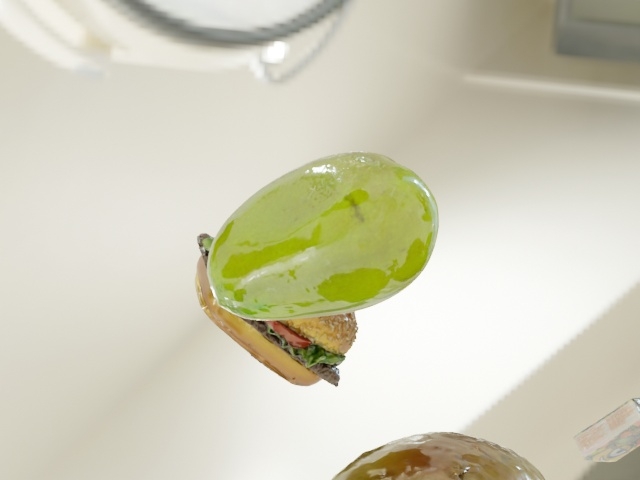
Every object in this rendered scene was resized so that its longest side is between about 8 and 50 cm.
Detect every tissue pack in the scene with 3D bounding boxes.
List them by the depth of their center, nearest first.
[{"bbox_3d":[0.307,0.191,1.893,0.063,0.083,0.035,10,-132,-49],"label":"tissue pack"}]

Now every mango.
[{"bbox_3d":[0.001,-0.006,1.289,0.089,0.163,0.117,61,-154,-51],"label":"mango"}]

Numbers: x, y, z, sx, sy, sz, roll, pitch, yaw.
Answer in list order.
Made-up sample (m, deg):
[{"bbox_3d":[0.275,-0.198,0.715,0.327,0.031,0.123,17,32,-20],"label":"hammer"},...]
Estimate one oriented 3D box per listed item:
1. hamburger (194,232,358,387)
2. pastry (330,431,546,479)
[{"bbox_3d":[-0.037,0.045,1.647,0.166,0.087,0.137,38,-164,-32],"label":"hamburger"},{"bbox_3d":[0.033,0.280,1.220,0.356,0.164,0.356,-50,-19,-24],"label":"pastry"}]
